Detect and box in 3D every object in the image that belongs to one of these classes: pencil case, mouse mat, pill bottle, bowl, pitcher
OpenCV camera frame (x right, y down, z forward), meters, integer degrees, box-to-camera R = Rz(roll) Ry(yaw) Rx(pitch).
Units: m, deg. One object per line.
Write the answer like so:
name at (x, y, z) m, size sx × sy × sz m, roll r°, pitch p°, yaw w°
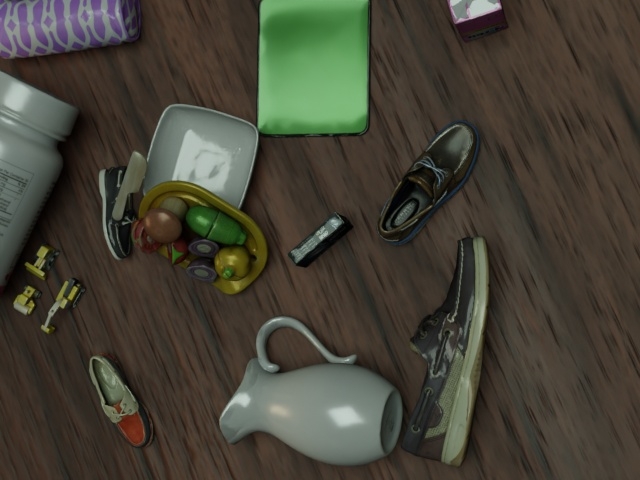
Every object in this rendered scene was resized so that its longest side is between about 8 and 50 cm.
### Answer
pencil case at (-0.342, -0.295, 1.932) m, size 0.206 × 0.086 × 0.088 m, roll -4°, pitch 58°, yaw 11°
mouse mat at (-0.009, -0.229, 1.892) m, size 0.153 × 0.007 × 0.189 m, roll 0°, pitch 87°, yaw 12°
pill bottle at (-0.435, -0.075, 1.893) m, size 0.160 × 0.160 × 0.283 m, roll 27°, pitch 91°, yaw 13°
bowl at (-0.151, -0.098, 1.889) m, size 0.142 × 0.053 × 0.142 m, roll 16°, pitch 89°, yaw 12°
pitcher at (-0.002, 0.186, 1.811) m, size 0.207 × 0.125 × 0.177 m, roll 7°, pitch 71°, yaw 22°

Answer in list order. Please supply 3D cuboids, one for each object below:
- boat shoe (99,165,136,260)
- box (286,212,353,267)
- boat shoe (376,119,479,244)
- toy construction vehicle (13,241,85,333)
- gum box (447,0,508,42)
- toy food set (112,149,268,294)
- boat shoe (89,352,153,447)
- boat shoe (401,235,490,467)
boat shoe at (-0.263, -0.037, 1.914) m, size 0.038 × 0.046 × 0.125 m, roll -12°, pitch 75°, yaw 16°
box at (0.000, 0.000, 1.842) m, size 0.083 × 0.067 × 0.018 m, roll -41°, pitch 79°, yaw 6°
boat shoe at (0.137, -0.072, 1.818) m, size 0.066 × 0.066 × 0.183 m, roll 34°, pitch 93°, yaw 12°
toy construction vehicle at (-0.365, 0.063, 1.931) m, size 0.086 × 0.035 × 0.098 m, roll 33°, pitch 93°, yaw 12°
gum box at (0.176, -0.354, 1.810) m, size 0.062 × 0.107 × 0.188 m, roll -17°, pitch 83°, yaw 10°
toy food set at (-0.175, -0.002, 1.836) m, size 0.218 × 0.071 × 0.128 m, roll 31°, pitch 127°, yaw -4°
boat shoe at (-0.263, 0.210, 1.895) m, size 0.049 × 0.043 × 0.137 m, roll -27°, pitch 82°, yaw 7°
boat shoe at (0.154, 0.133, 1.782) m, size 0.092 × 0.103 × 0.285 m, roll 7°, pitch 93°, yaw 5°
